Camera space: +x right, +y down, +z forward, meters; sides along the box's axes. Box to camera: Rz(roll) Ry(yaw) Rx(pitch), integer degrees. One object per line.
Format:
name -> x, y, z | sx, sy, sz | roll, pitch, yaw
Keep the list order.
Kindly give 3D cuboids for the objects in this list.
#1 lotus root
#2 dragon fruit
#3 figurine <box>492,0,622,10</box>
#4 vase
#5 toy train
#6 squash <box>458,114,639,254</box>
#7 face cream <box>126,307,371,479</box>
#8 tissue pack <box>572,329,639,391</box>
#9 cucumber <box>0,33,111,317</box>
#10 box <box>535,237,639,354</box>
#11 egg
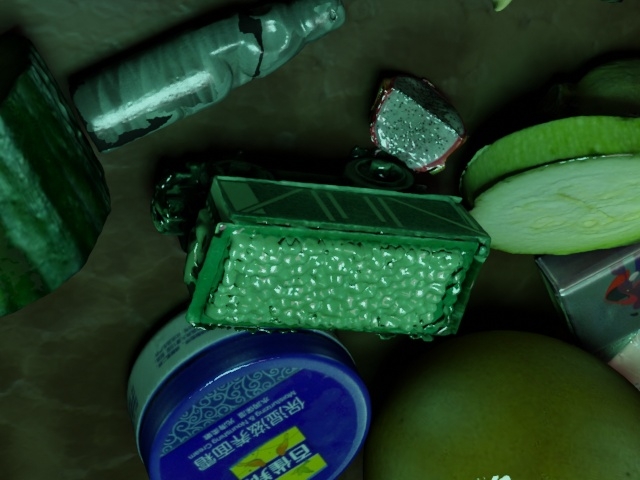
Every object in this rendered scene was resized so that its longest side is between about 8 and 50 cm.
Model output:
lotus root -> 0.275, -0.112, 1.046 | 0.183, 0.090, 0.077 | 2, 154, -21
dragon fruit -> 0.076, -0.097, 0.999 | 0.083, 0.060, 0.056 | 30, 120, -8
figurine -> 0.175, -0.233, 0.920 | 0.196, 0.108, 0.114 | 1, 137, -44
vase -> -0.079, -0.133, 0.905 | 0.211, 0.060, 0.060 | -25, 131, -3
toy train -> 0.000, 0.000, 0.977 | 0.269, 0.154, 0.115 | 5, 126, -25
squash -> 0.227, -0.043, 1.045 | 0.219, 0.041, 0.219 | -3, 158, -1
face cream -> -0.066, 0.145, 1.089 | 0.206, 0.111, 0.206 | -12, 130, -14
tissue pack -> 0.319, 0.114, 1.255 | 0.094, 0.058, 0.074 | 25, 116, -34
cucumber -> -0.249, -0.036, 0.838 | 0.191, 0.191, 0.130 | -25, 122, -3
box -> 0.327, 0.014, 1.177 | 0.224, 0.069, 0.120 | -30, 131, 2
egg -> 0.191, 0.232, 1.146 | 0.282, 0.282, 0.351 | -41, 131, 11
